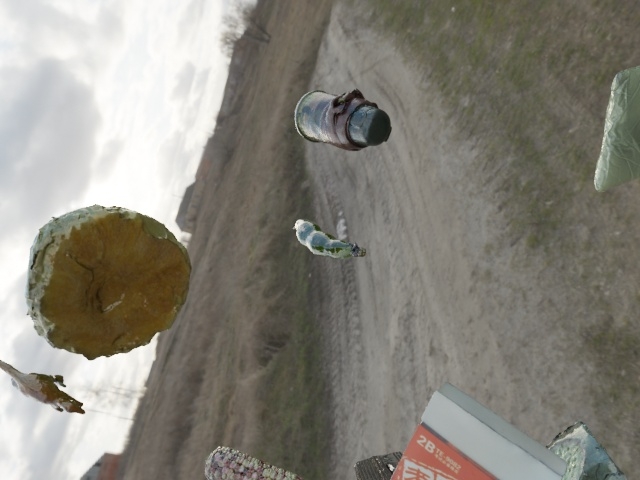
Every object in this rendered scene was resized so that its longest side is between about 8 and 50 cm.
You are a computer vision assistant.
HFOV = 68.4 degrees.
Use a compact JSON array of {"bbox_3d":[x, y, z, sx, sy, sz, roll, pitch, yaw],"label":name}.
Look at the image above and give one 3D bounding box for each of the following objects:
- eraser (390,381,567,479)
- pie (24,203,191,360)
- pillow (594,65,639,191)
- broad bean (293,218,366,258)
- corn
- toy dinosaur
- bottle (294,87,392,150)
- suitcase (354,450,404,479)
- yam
[{"bbox_3d":[0.173,0.310,0.584,0.038,0.157,0.230,-15,-51,-53],"label":"eraser"},{"bbox_3d":[-0.421,0.087,0.964,0.083,0.339,0.340,18,91,49],"label":"pie"},{"bbox_3d":[0.727,-0.271,1.052,0.076,0.280,0.274,42,149,53],"label":"pillow"},{"bbox_3d":[-0.001,0.001,0.992,0.060,0.043,0.297,-50,30,-6],"label":"broad bean"},{"bbox_3d":[-0.164,0.589,1.162,0.092,0.280,0.092,8,-90,-66],"label":"corn"},{"bbox_3d":[-0.411,0.198,0.661,0.126,0.162,0.039,-2,54,53],"label":"toy dinosaur"},{"bbox_3d":[0.056,-0.293,1.129,0.271,0.156,0.143,28,96,51],"label":"bottle"},{"bbox_3d":[0.170,0.625,1.056,0.335,0.152,0.230,90,166,-76],"label":"suitcase"},{"bbox_3d":[0.352,0.397,0.696,0.254,0.154,0.154,-53,19,16],"label":"yam"}]
